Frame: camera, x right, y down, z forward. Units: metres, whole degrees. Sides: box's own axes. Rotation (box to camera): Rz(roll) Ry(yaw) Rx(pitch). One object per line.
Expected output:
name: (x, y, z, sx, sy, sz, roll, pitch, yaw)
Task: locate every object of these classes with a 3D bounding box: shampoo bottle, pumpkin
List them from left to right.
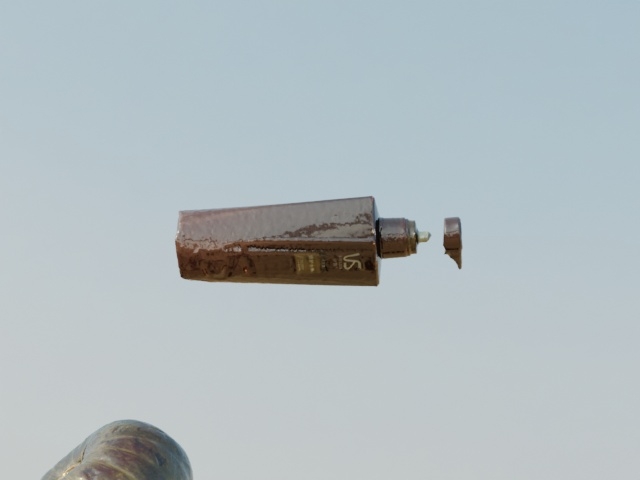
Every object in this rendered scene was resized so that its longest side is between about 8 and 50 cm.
pumpkin: (-0.236, 0.309, 2.158, 0.162, 0.219, 0.219, 52, -25, -9)
shampoo bottle: (0.000, 0.002, 1.588, 0.236, 0.067, 0.068, -2, -25, 5)
